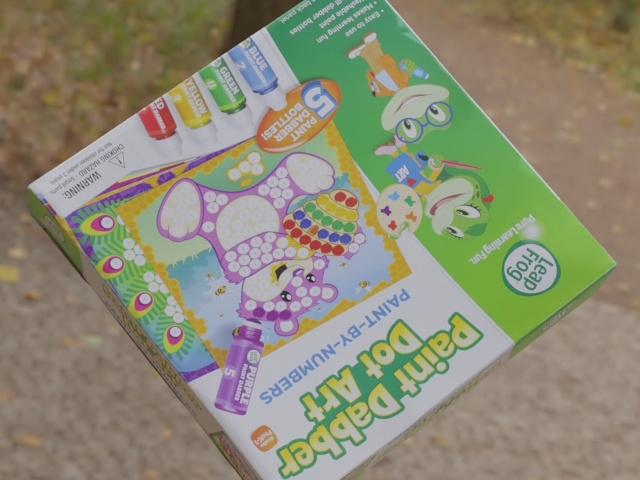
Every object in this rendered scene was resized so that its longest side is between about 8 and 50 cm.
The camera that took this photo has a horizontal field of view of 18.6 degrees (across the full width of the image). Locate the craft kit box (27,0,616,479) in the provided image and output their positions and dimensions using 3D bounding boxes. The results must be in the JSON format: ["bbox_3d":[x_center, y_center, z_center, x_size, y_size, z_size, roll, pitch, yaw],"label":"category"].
[{"bbox_3d":[0.000,0.000,1.144,0.246,0.250,0.061,50,-18,9],"label":"craft kit box"}]
